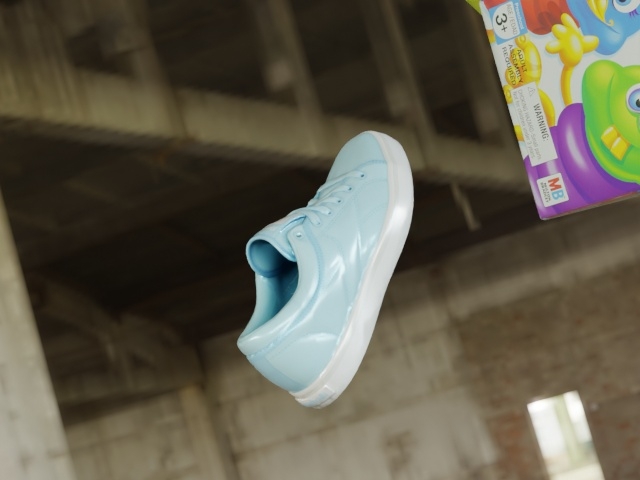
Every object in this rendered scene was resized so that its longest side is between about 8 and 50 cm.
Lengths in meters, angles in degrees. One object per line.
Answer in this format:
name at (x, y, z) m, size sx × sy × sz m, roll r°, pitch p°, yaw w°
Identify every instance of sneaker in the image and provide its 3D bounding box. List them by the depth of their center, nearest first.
sneaker at (0.000, 0.000, 1.928) m, size 0.150 × 0.366 × 0.135 m, roll 35°, pitch -41°, yaw -26°

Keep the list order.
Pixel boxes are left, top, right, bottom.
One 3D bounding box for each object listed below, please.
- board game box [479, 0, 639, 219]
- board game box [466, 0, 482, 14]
board game box at (0.247, -0.118, 0.965) m, size 0.142 × 0.144 × 0.275 m, roll -14°, pitch -3°, yaw -40°
board game box at (0.199, -0.245, 1.677) m, size 0.043 × 0.092 × 0.181 m, roll -8°, pitch -28°, yaw 35°
